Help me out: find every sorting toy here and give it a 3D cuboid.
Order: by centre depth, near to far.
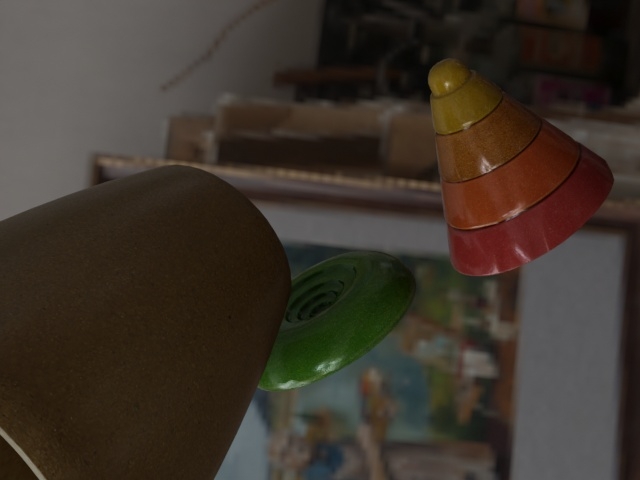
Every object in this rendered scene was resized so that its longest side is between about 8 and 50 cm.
[{"bbox_3d":[0.000,0.000,1.199,0.126,0.365,0.127,58,-173,-21],"label":"sorting toy"}]

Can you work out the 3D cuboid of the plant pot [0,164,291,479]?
[{"bbox_3d":[-0.135,0.071,1.053,0.254,0.237,0.237,-46,-16,-38],"label":"plant pot"}]
